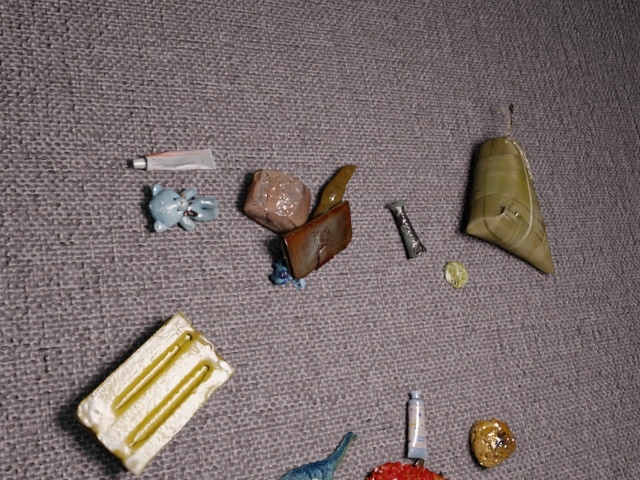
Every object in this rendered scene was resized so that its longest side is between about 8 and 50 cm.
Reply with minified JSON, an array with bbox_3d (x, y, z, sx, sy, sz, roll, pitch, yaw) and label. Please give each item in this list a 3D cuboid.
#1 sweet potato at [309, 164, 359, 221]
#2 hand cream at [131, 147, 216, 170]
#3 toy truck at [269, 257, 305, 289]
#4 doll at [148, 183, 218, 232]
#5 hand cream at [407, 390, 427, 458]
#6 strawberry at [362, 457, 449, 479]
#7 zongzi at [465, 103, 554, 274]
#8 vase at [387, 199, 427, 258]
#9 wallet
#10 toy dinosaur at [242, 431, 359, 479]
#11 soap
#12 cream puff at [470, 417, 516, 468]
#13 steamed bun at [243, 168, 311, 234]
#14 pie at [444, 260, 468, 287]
[{"bbox_3d":[0.035,-0.126,1.812,0.067,0.067,0.274,38,60,-11],"label":"sweet potato"},{"bbox_3d":[-0.368,-0.201,1.653,0.216,0.038,0.052,-8,102,-34],"label":"hand cream"},{"bbox_3d":[-0.078,0.090,1.696,0.090,0.056,0.073,31,59,-29],"label":"toy truck"},{"bbox_3d":[-0.329,-0.080,1.606,0.179,0.075,0.120,-2,79,-27],"label":"doll"},{"bbox_3d":[0.253,0.485,1.737,0.065,0.043,0.171,13,66,-26],"label":"hand cream"},{"bbox_3d":[0.254,0.657,1.637,0.306,0.137,0.233,-5,75,-26],"label":"strawberry"},{"bbox_3d":[0.619,-0.154,2.067,0.418,0.181,0.447,31,59,-32],"label":"zongzi"},{"bbox_3d":[0.249,-0.033,1.890,0.059,0.059,0.167,-19,83,-30],"label":"vase"},{"bbox_3d":[0.000,0.000,1.722,0.255,0.031,0.137,-32,119,-40],"label":"wallet"},{"bbox_3d":[-0.027,0.581,1.556,0.363,0.076,0.147,-15,62,-31],"label":"toy dinosaur"},{"bbox_3d":[-0.364,0.332,1.454,0.199,0.091,0.315,47,61,-6],"label":"soap"},{"bbox_3d":[0.469,0.554,1.797,0.119,0.104,0.133,44,61,-16],"label":"cream puff"},{"bbox_3d":[-0.106,-0.106,1.708,0.175,0.106,0.145,24,66,-16],"label":"steamed bun"},{"bbox_3d":[0.401,0.099,1.949,0.085,0.017,0.085,7,72,-23],"label":"pie"}]
